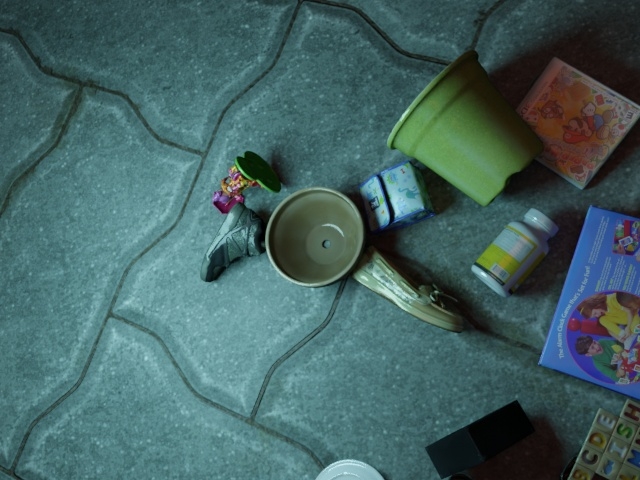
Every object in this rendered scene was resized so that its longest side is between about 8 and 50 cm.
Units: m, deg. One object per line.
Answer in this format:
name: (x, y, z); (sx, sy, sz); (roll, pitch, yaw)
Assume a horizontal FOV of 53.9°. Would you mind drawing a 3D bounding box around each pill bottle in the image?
pill bottle: (0.418, 0.024, 1.346); (0.103, 0.103, 0.184); (42, 93, 21)

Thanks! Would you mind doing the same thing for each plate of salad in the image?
plate of salad: (0.067, 0.582, 1.369); (0.200, 0.048, 0.199); (-9, 67, 23)

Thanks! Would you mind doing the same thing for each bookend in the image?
bookend: (0.326, 0.410, 1.297); (0.072, 0.156, 0.157); (62, 144, 19)

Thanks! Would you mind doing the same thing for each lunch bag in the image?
lunch bag: (0.169, -0.096, 1.464); (0.151, 0.096, 0.128); (-22, 72, 25)

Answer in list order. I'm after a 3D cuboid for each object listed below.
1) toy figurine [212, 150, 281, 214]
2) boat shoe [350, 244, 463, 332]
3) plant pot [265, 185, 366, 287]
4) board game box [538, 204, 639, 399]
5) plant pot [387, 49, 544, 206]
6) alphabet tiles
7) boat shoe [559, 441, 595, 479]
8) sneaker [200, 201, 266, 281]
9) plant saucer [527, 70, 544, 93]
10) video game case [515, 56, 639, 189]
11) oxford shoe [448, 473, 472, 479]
toy figurine: (-0.208, -0.126, 1.566); (0.159, 0.173, 0.130); (-38, 75, 20)
boat shoe: (0.199, 0.110, 1.398); (0.285, 0.104, 0.089); (30, 91, 22)
plant pot: (0.000, 0.000, 1.485); (0.237, 0.110, 0.237); (-4, 76, 18)
board game box: (0.610, 0.128, 1.273); (0.233, 0.078, 0.347); (18, 84, 21)
plant pot: (0.330, -0.220, 1.362); (0.254, 0.276, 0.276); (45, 94, 10)
alphabet tiles: (0.604, 0.441, 1.220); (0.198, 0.009, 0.237); (25, 87, 8)
boat shoe: (0.528, 0.439, 1.252); (0.049, 0.042, 0.133); (42, 91, 24)
sneaker: (-0.207, 0.030, 1.556); (0.130, 0.087, 0.227); (33, 105, 0)
plant saucer: (0.533, -0.333, 1.431); (0.119, 0.021, 0.119); (-4, 77, 18)
video game case: (0.544, -0.258, 1.381); (0.227, 0.026, 0.206); (40, 107, 21)
oxford shoe: (0.310, 0.586, 1.263); (0.083, 0.096, 0.227); (-23, 70, 14)
